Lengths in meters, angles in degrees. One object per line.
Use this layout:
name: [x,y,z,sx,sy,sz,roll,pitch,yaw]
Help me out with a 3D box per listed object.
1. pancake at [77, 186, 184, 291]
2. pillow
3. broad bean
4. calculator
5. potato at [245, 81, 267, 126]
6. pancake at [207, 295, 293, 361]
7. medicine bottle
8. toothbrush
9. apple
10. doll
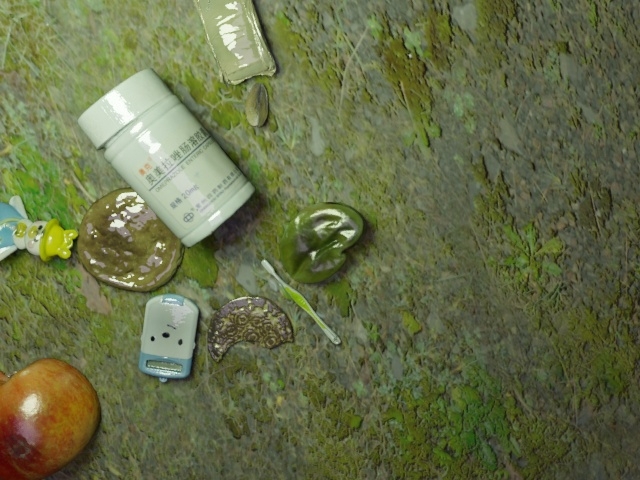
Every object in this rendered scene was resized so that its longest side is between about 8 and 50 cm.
pancake: [-0.404,0.004,1.514,0.241,0.050,0.242,0,103,-2]
pillow: [-0.175,-0.419,1.426,0.119,0.053,0.208,-18,103,6]
broad bean: [0.001,0.000,1.519,0.206,0.072,0.153,-35,89,7]
calculator: [-0.337,0.219,1.570,0.121,0.039,0.211,10,103,-3]
potato: [-0.132,-0.279,1.474,0.037,0.036,0.093,1,84,34]
pancake: [-0.157,0.209,1.586,0.190,0.020,0.184,22,100,-6]
medicine bottle: [-0.304,-0.166,1.408,0.190,0.190,0.332,-40,102,6]
toothbrush: [-0.042,0.139,1.570,0.022,0.026,0.263,-39,101,12]
apple: [-0.646,0.405,1.537,0.292,0.163,0.251,-26,104,2]
doll: [-0.633,-0.018,1.477,0.240,0.135,0.099,13,130,-4]
